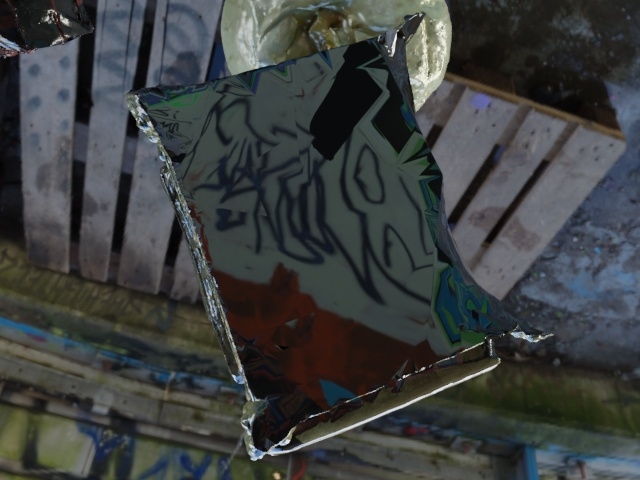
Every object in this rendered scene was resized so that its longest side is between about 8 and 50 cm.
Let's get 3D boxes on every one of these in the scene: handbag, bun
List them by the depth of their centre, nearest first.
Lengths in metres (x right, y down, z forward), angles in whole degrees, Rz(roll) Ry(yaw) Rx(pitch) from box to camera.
[{"bbox_3d":[0.004,-0.179,0.626,0.222,0.127,0.222,14,128,20],"label":"bun"},{"bbox_3d":[-0.361,-0.285,0.747,0.215,0.155,0.169,8,125,37],"label":"handbag"}]

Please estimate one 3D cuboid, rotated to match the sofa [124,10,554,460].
[{"bbox_3d":[0.000,0.000,0.474,0.200,0.258,0.182,-20,175,-15],"label":"sofa"}]
